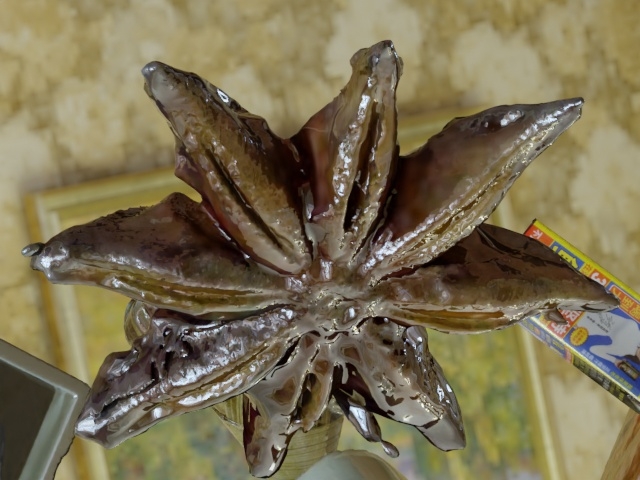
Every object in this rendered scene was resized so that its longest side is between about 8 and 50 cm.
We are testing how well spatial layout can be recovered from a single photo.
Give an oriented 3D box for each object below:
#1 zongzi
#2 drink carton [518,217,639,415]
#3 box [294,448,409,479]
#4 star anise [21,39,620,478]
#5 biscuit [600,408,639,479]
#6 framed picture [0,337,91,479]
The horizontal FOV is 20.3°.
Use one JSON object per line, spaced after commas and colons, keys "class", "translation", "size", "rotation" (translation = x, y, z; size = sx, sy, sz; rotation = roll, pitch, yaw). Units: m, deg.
{"class": "zongzi", "translation": [-0.095, 0.189, 2.028], "size": [0.286, 0.288, 0.134], "rotation": [12, 172, -16]}
{"class": "drink carton", "translation": [0.211, 0.063, 1.386], "size": [0.071, 0.166, 0.056], "rotation": [-50, 162, -6]}
{"class": "box", "translation": [0.011, 0.370, 1.250], "size": [0.367, 0.373, 0.090], "rotation": [-45, -150, 2]}
{"class": "star anise", "translation": [0.000, 0.000, 0.796], "size": [0.272, 0.272, 0.102], "rotation": [-12, -141, -2]}
{"class": "biscuit", "translation": [0.311, 0.199, 1.661], "size": [0.078, 0.349, 0.455], "rotation": [23, -142, 9]}
{"class": "framed picture", "translation": [-0.284, 0.175, 1.210], "size": [0.192, 0.265, 0.018], "rotation": [29, 156, -22]}
